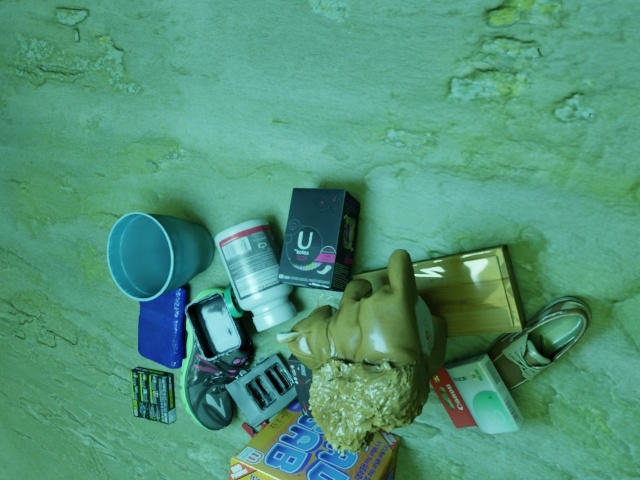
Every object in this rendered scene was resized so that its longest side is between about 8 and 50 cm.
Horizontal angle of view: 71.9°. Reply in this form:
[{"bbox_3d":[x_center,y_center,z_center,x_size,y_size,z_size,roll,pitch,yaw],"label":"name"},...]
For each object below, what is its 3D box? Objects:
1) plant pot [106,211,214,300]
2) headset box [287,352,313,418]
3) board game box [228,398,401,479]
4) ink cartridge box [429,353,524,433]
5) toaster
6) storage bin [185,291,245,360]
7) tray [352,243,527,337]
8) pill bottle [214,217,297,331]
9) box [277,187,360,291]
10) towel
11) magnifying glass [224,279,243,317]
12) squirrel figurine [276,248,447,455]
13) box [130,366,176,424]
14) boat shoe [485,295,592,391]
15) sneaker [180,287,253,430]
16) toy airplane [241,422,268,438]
[{"bbox_3d":[-0.498,0.040,1.446,0.272,0.255,0.271,2,95,24],"label":"plant pot"},{"bbox_3d":[0.077,0.407,1.263,0.293,0.110,0.218,-1,114,25],"label":"headset box"},{"bbox_3d":[-0.017,0.732,1.231,0.357,0.356,0.356,11,101,23],"label":"board game box"},{"bbox_3d":[0.379,0.407,1.141,0.225,0.056,0.181,-38,77,46],"label":"ink cartridge box"},{"bbox_3d":[-0.176,0.472,1.377,0.185,0.168,0.110,53,136,12],"label":"toaster"},{"bbox_3d":[-0.316,0.258,1.338,0.122,0.084,0.180,-24,82,-3],"label":"storage bin"},{"bbox_3d":[0.294,0.151,1.158,0.411,0.076,0.202,-14,88,35],"label":"tray"},{"bbox_3d":[-0.189,0.106,1.353,0.176,0.176,0.318,-24,85,25],"label":"pill bottle"},{"bbox_3d":[0.000,0.000,1.237,0.165,0.143,0.270,4,79,24],"label":"box"},{"bbox_3d":[-0.572,0.293,1.611,0.228,0.076,0.308,11,100,31],"label":"towel"},{"bbox_3d":[-0.275,0.150,1.395,0.026,0.231,0.092,-24,127,2],"label":"magnifying glass"},{"bbox_3d":[0.069,0.268,1.027,0.370,0.397,0.281,-14,132,30],"label":"squirrel figurine"},{"bbox_3d":[-0.638,0.590,1.681,0.184,0.045,0.190,0,96,27],"label":"box"},{"bbox_3d":[0.512,0.263,1.075,0.122,0.120,0.324,43,110,16],"label":"boat shoe"},{"bbox_3d":[-0.330,0.401,1.444,0.202,0.185,0.482,4,98,28],"label":"sneaker"},{"bbox_3d":[-0.204,0.655,1.493,0.151,0.028,0.151,3,97,23],"label":"toy airplane"}]
